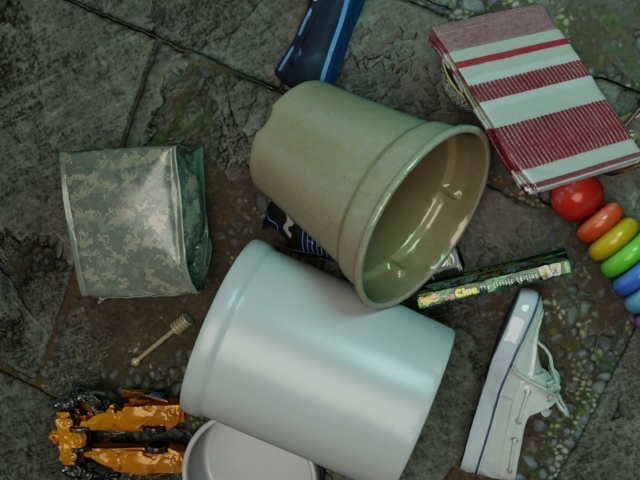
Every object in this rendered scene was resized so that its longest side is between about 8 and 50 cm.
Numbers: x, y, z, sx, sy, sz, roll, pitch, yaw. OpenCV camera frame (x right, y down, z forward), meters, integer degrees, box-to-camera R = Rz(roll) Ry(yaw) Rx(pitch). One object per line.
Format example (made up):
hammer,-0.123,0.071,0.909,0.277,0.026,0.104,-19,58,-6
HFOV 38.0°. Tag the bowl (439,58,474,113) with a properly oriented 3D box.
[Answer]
bowl,0.265,-0.275,1.584,0.170,0.080,0.170,8,67,-19

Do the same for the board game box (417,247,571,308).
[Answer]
board game box,0.301,0.065,1.617,0.260,0.136,0.030,-15,92,14

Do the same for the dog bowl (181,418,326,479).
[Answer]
dog bowl,-0.124,0.439,1.787,0.265,0.104,0.264,2,99,12

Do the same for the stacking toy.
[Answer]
stacking toy,0.510,0.020,1.573,0.141,0.141,0.330,-43,84,15

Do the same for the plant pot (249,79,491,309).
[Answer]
plant pot,0.061,-0.105,1.552,0.305,0.334,0.333,34,106,29

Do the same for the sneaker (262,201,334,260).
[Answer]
sneaker,0.000,0.000,1.706,0.232,0.081,0.090,35,107,12

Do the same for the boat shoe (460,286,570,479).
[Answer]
boat shoe,0.365,0.267,1.637,0.157,0.136,0.367,16,105,10

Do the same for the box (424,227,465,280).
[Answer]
box,0.217,0.020,1.671,0.062,0.052,0.083,-19,96,14

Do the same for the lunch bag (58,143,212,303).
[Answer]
lunch bag,-0.335,-0.030,1.725,0.235,0.169,0.286,-3,94,13

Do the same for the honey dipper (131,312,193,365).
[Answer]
honey dipper,-0.316,0.197,1.830,0.161,0.030,0.030,-37,90,18

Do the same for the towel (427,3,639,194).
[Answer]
towel,0.342,-0.232,1.488,0.237,0.037,0.329,-17,67,-24

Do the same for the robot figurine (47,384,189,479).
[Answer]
robot figurine,-0.398,0.386,1.849,0.291,0.085,0.211,-1,98,12

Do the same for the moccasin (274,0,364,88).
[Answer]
moccasin,0.006,-0.418,1.605,0.117,0.138,0.342,24,102,12

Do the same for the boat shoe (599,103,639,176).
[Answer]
boat shoe,0.590,-0.210,1.514,0.342,0.123,0.123,-30,92,15

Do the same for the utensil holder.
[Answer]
utensil holder,0.001,0.218,1.618,0.386,0.327,0.327,22,103,5
